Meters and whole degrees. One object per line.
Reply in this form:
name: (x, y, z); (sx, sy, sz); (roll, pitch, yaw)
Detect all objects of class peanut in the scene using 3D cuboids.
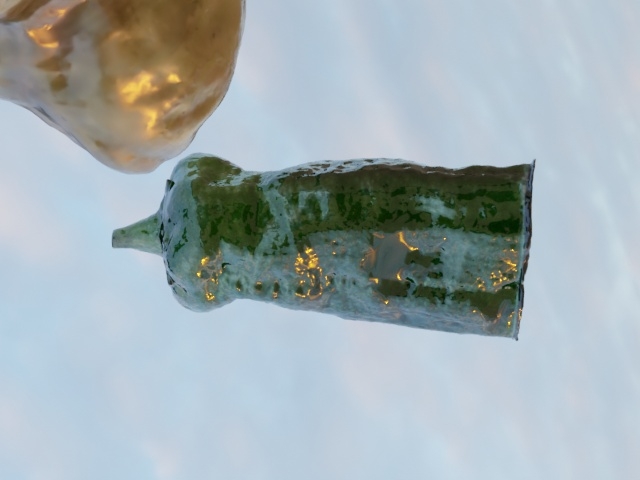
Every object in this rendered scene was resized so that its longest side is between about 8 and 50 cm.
peanut: (-0.109, -0.117, 0.569); (0.253, 0.122, 0.137); (42, -138, -52)

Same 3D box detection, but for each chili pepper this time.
chili pepper: (0.000, 0.000, 1.129); (0.136, 0.270, 0.099); (88, -172, -61)
